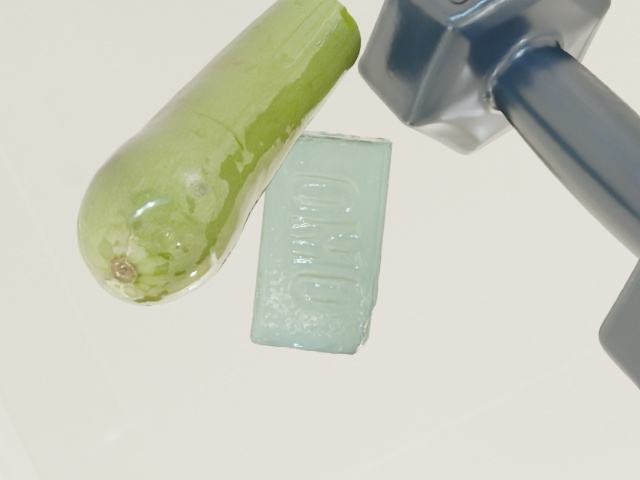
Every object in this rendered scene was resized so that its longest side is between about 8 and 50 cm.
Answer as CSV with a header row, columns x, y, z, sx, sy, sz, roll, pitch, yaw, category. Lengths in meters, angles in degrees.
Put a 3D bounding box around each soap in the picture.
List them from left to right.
x,y,z,sx,sy,sz,roll,pitch,yaw,category
0.000,0.000,1.300,0.115,0.198,0.063,5,-174,-1,soap

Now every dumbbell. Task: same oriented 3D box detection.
x,y,z,sx,sy,sz,roll,pitch,yaw,category
0.161,-0.050,0.815,0.143,0.316,0.156,-48,146,15,dumbbell

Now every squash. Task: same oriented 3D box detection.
x,y,z,sx,sy,sz,roll,pitch,yaw,category
-0.053,-0.052,0.769,0.083,0.083,0.250,-24,-159,38,squash
